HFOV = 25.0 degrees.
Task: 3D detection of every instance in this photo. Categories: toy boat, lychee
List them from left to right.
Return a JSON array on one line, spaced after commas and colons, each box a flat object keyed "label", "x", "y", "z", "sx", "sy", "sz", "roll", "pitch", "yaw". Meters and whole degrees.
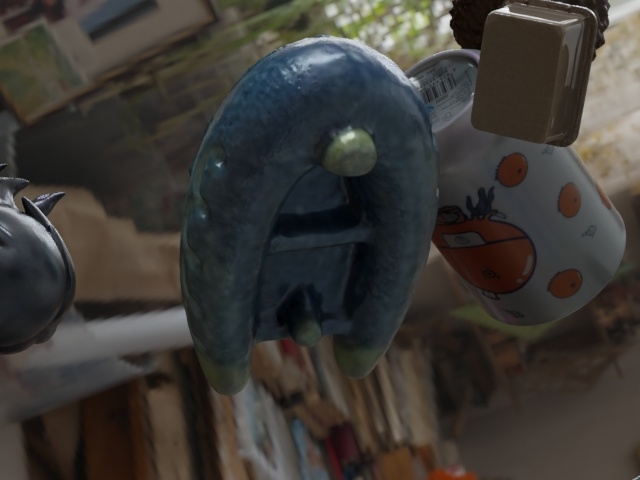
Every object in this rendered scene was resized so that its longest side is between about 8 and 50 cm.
[{"label": "toy boat", "x": 0.000, "y": 0.000, "z": 1.147, "sx": 0.123, "sy": 0.215, "sz": 0.330, "roll": -119, "pitch": -146, "yaw": -50}, {"label": "lychee", "x": 0.252, "y": -0.293, "z": 1.791, "sx": 0.238, "sy": 0.200, "sz": 0.200, "roll": 39, "pitch": -8, "yaw": 31}]

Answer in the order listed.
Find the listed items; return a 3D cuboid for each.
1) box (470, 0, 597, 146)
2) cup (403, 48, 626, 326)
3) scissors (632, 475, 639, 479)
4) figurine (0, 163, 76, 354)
[{"label": "box", "x": 0.177, "y": -0.141, "z": 1.222, "sx": 0.062, "sy": 0.089, "sz": 0.122, "roll": -23, "pitch": 124, "yaw": -58}, {"label": "cup", "x": 0.209, "y": -0.073, "z": 1.757, "sx": 0.317, "sy": 0.212, "sz": 0.212, "roll": 50, "pitch": 19, "yaw": -35}, {"label": "scissors", "x": 0.256, "y": 0.304, "z": 1.529, "sx": 0.248, "sy": 0.144, "sz": 0.017, "roll": -11, "pitch": 49, "yaw": -44}, {"label": "figurine", "x": -0.389, "y": 0.005, "z": 1.626, "sx": 0.265, "sy": 0.175, "sz": 0.197, "roll": 39, "pitch": 11, "yaw": 14}]
